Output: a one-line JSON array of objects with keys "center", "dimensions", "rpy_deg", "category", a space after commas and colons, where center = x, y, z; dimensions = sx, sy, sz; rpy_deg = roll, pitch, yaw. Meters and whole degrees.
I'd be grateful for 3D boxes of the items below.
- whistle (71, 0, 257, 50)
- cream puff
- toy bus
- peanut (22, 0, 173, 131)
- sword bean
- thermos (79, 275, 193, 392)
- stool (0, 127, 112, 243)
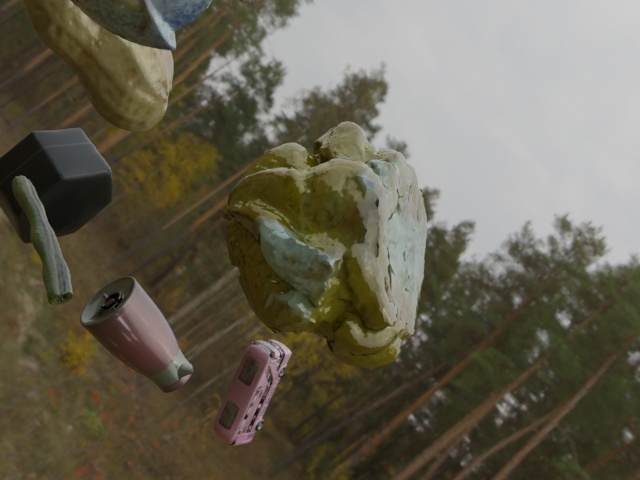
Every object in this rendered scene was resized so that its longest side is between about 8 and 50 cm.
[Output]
[{"center": [-0.215, -0.264, 0.707], "dimensions": [0.133, 0.347, 0.142], "rpy_deg": [-85, -167, -53], "category": "whistle"}, {"center": [0.000, 0.000, 1.274], "dimensions": [0.378, 0.276, 0.377], "rpy_deg": [-3, 90, -67], "category": "cream puff"}, {"center": [-0.127, 0.280, 1.537], "dimensions": [0.063, 0.203, 0.090], "rpy_deg": [28, 7, 28], "category": "toy bus"}, {"center": [-0.259, -0.245, 0.995], "dimensions": [0.123, 0.124, 0.256], "rpy_deg": [43, -13, 54], "category": "peanut"}, {"center": [-0.433, -0.005, 1.296], "dimensions": [0.043, 0.038, 0.269], "rpy_deg": [30, 23, -52], "category": "sword bean"}, {"center": [-0.398, 0.222, 1.844], "dimensions": [0.177, 0.146, 0.265], "rpy_deg": [-5, -50, 40], "category": "thermos"}, {"center": [-0.534, -0.112, 1.669], "dimensions": [0.141, 0.232, 0.232], "rpy_deg": [54, -7, 17], "category": "stool"}]
